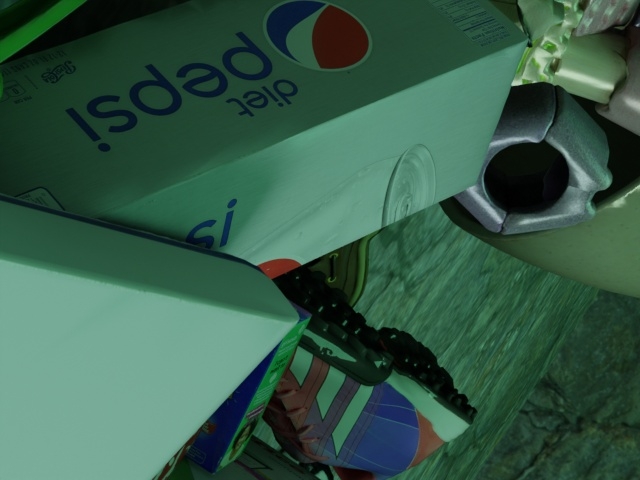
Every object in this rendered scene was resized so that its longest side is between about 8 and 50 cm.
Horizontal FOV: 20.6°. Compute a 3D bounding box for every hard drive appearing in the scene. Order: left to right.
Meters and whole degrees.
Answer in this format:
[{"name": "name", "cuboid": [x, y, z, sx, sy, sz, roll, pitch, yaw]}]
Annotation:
[{"name": "hard drive", "cuboid": [-0.173, 0.117, 0.663, 0.318, 0.040, 0.210, -48, 151, 16]}]

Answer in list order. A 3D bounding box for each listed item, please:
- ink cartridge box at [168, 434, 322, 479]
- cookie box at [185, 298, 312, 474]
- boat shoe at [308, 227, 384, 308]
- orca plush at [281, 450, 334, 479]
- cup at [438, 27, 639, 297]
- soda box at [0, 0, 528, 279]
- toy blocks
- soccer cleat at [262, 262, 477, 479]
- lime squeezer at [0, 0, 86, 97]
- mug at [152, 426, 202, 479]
[{"name": "ink cartridge box", "cuboid": [-0.064, 0.202, 1.120, 0.117, 0.201, 0.278, -59, 165, 3]}, {"name": "cookie box", "cuboid": [-0.070, 0.068, 1.044, 0.107, 0.092, 0.040, -63, 167, 21]}, {"name": "boat shoe", "cuboid": [0.000, 0.000, 1.220, 0.060, 0.064, 0.178, -11, 148, -22]}, {"name": "orca plush", "cuboid": [-0.058, 0.296, 1.530, 0.287, 0.102, 0.151, -39, 157, -50]}, {"name": "cup", "cuboid": [0.279, -0.084, 1.269, 0.331, 0.237, 0.331, -38, -148, 29]}, {"name": "soda box", "cuboid": [-0.048, -0.037, 0.751, 0.286, 0.091, 0.098, -24, 148, -35]}, {"name": "toy blocks", "cuboid": [0.212, -0.167, 0.955, 0.309, 0.260, 0.288, -83, -167, -55]}, {"name": "soccer cleat", "cuboid": [-0.004, 0.096, 1.190, 0.116, 0.108, 0.318, -42, 147, 8]}, {"name": "lime squeezer", "cuboid": [-0.147, -0.082, 0.595, 0.310, 0.059, 0.109, 10, 81, -73]}, {"name": "mug", "cuboid": [-0.143, 0.142, 0.923, 0.169, 0.113, 0.150, -53, 154, -36]}]
